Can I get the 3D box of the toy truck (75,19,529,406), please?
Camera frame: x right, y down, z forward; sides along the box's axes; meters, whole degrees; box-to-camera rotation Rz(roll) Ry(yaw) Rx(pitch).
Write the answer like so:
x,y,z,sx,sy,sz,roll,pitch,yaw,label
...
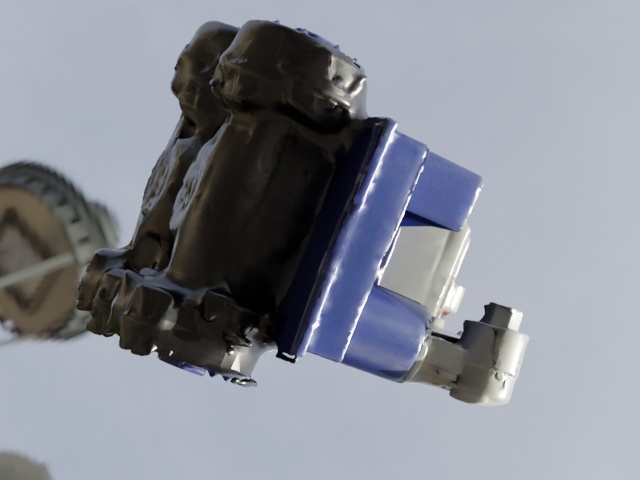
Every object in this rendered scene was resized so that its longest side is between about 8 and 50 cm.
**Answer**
x,y,z,sx,sy,sz,roll,pitch,yaw,label
0.000,0.000,0.858,0.177,0.213,0.161,23,-92,-16,toy truck
